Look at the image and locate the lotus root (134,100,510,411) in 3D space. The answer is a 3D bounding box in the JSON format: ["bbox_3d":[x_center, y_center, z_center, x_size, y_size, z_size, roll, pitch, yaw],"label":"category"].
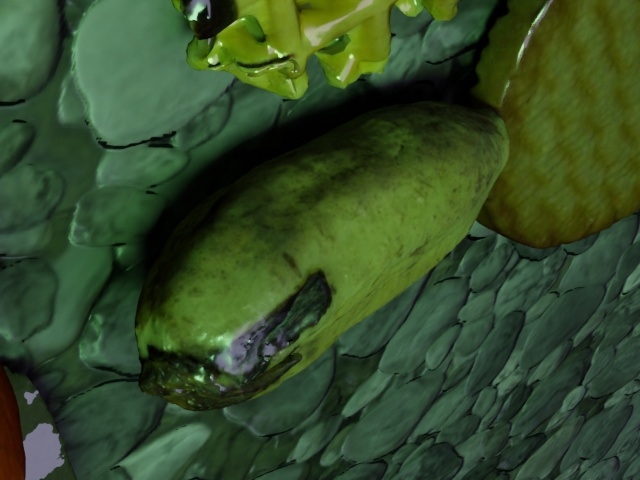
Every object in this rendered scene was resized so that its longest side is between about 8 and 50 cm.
[{"bbox_3d":[0.000,0.000,0.644,0.258,0.097,0.110,-32,153,-34],"label":"lotus root"}]

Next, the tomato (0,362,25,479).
[{"bbox_3d":[-0.218,0.092,0.415,0.260,0.180,0.260,-36,154,-21],"label":"tomato"}]

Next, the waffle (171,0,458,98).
[{"bbox_3d":[0.018,-0.200,0.475,0.307,0.060,0.312,-55,147,10],"label":"waffle"}]

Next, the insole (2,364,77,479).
[{"bbox_3d":[-0.155,0.219,0.619,0.111,0.007,0.327,-17,104,-30],"label":"insole"}]

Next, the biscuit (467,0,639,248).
[{"bbox_3d":[0.211,-0.128,0.792,0.318,0.040,0.318,-29,143,-25],"label":"biscuit"}]
